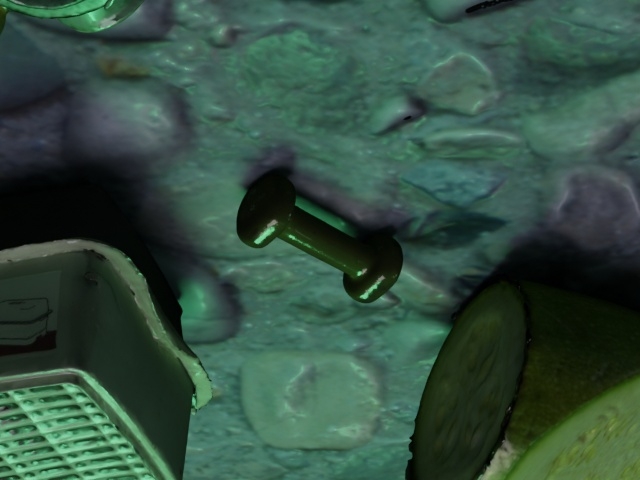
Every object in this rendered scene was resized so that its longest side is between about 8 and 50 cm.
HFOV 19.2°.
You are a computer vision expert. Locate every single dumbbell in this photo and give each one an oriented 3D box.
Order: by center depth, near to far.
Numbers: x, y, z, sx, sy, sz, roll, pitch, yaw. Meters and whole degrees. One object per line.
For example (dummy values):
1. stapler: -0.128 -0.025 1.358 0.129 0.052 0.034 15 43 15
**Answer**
1. dumbbell: 0.000 0.000 1.265 0.118 0.046 0.052 27 131 -31

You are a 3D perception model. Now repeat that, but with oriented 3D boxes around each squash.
1. squash: 0.210 0.141 1.330 0.260 0.189 0.189 21 139 -17

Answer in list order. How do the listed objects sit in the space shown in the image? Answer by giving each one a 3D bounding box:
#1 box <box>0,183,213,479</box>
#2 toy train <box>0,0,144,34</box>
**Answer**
1. box: -0.234 0.088 1.289 0.290 0.166 0.220 -10 142 15
2. toy train: -0.232 -0.236 0.877 0.253 0.160 0.397 -6 143 22
